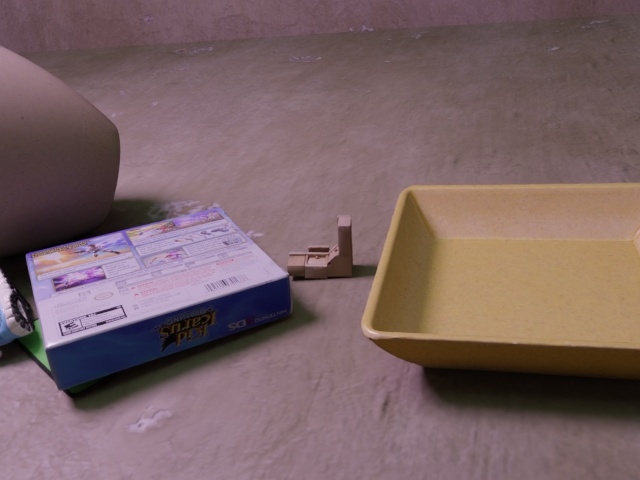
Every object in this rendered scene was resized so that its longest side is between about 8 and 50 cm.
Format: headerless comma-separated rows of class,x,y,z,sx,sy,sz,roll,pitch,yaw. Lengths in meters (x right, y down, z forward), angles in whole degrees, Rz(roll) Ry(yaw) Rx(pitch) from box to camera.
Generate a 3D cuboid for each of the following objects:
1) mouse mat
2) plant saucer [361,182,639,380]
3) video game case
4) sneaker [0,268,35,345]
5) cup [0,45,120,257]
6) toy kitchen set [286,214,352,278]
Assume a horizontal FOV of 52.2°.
mouse mat,-0.268,0.110,0.786,0.152,0.007,0.189,-29,34,-34
plant saucer,0.236,0.041,0.714,0.332,0.081,0.333,0,29,15
video game case,-0.206,0.053,0.804,0.269,0.061,0.244,-15,29,-22
sneaker,-0.405,0.087,0.804,0.073,0.063,0.162,-35,26,-15
cup,-0.442,-0.116,0.980,0.236,0.331,0.331,9,17,-32
toy kitchen set,0.000,0.000,0.850,0.083,0.075,0.068,0,28,5
